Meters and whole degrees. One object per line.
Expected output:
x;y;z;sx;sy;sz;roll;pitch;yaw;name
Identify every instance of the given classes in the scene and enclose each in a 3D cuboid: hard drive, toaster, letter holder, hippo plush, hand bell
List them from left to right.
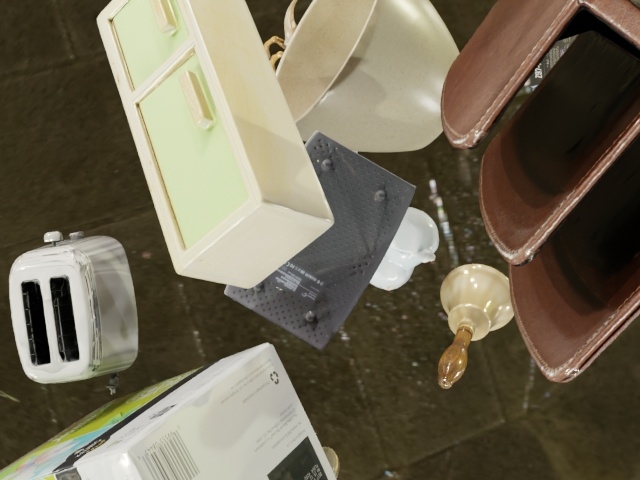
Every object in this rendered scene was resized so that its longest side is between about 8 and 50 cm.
-0.324;0.101;1.400;0.129;0.146;0.226;-7;90;13;toaster
0.000;0.000;1.431;0.172;0.054;0.254;30;97;4;hard drive
0.103;-0.041;2.004;0.237;0.234;0.294;23;121;-15;hippo plush
0.217;0.147;1.621;0.126;0.126;0.242;55;32;-12;hand bell
0.155;-0.063;0.740;0.152;0.302;0.214;36;107;-6;letter holder

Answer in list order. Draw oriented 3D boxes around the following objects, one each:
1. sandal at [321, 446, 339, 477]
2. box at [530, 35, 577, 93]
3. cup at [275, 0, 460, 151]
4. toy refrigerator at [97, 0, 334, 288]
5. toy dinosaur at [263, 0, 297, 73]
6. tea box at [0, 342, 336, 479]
-0.028;0.377;1.633;0.180;0.072;0.049;-50;118;-43;sandal
0.234;-0.186;1.061;0.067;0.018;0.083;-20;110;-43;box
0.098;-0.277;1.751;0.237;0.331;0.331;26;76;-22;cup
-0.095;-0.105;0.872;0.094;0.102;0.269;16;45;-48;toy refrigerator
-0.050;-0.370;1.984;0.112;0.064;0.211;-21;131;7;toy dinosaur
-0.212;0.318;1.307;0.220;0.324;0.329;64;29;-3;tea box
